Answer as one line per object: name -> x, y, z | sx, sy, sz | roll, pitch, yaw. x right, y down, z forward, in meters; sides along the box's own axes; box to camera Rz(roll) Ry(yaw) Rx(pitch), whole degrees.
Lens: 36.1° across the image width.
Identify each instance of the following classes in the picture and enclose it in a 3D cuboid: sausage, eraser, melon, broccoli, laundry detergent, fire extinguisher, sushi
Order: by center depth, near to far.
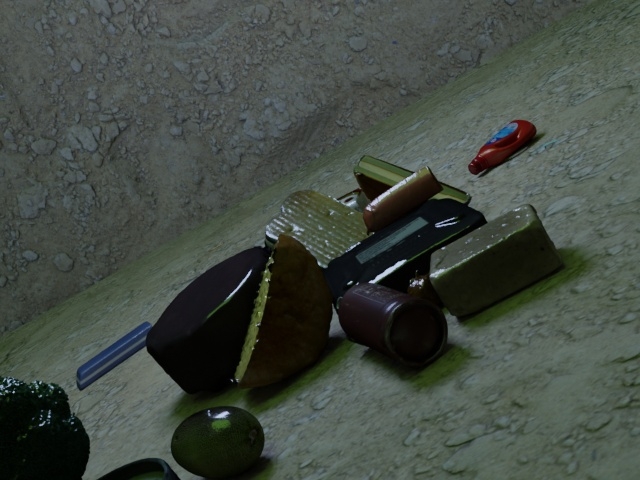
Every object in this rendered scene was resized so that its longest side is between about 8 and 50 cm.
melon -> -0.144, 0.278, 1.349 | 0.162, 0.099, 0.099 | -18, 18, 43
fire extinguisher -> 0.094, 0.117, 1.431 | 0.104, 0.105, 0.269 | -34, 12, -13
sushi -> 0.171, 0.072, 1.505 | 0.118, 0.062, 0.060 | -13, -6, -34
broccoli -> -0.498, 0.338, 1.513 | 0.297, 0.298, 0.297 | -35, 33, -17
sausage -> 0.145, -0.071, 1.845 | 0.169, 0.065, 0.065 | -33, 11, 10
laundry detergent -> 0.378, -0.192, 2.073 | 0.165, 0.049, 0.097 | -40, 18, -23
eraser -> -0.497, 0.275, 2.366 | 0.225, 0.036, 0.082 | -35, 12, -16

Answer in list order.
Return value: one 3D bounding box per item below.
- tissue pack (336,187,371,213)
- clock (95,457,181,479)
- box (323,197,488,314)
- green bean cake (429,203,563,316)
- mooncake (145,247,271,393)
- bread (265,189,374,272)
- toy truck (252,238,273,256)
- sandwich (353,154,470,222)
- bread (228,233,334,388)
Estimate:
tissue pack -> 0.041, -0.033, 2.127 | 0.148, 0.099, 0.106 | -27, 13, 18
clock -> -0.310, 0.403, 1.349 | 0.280, 0.055, 0.280 | -30, 13, 7
box -> 0.139, 0.027, 1.702 | 0.290, 0.073, 0.289 | -31, 10, 1
green bean cake -> 0.247, 0.029, 1.408 | 0.179, 0.085, 0.109 | -30, 14, 10
mooncake -> -0.174, 0.146, 1.778 | 0.283, 0.141, 0.283 | -36, 19, 15
bread -> 0.000, 0.000, 1.940 | 0.207, 0.056, 0.286 | -35, 44, -23
toy truck -> -0.115, 0.079, 2.014 | 0.259, 0.121, 0.088 | -39, 15, -32
sandwich -> 0.178, -0.111, 1.924 | 0.144, 0.187, 0.117 | -32, 11, 25
bread -> -0.050, 0.131, 1.601 | 0.129, 0.134, 0.260 | 137, 151, -76
